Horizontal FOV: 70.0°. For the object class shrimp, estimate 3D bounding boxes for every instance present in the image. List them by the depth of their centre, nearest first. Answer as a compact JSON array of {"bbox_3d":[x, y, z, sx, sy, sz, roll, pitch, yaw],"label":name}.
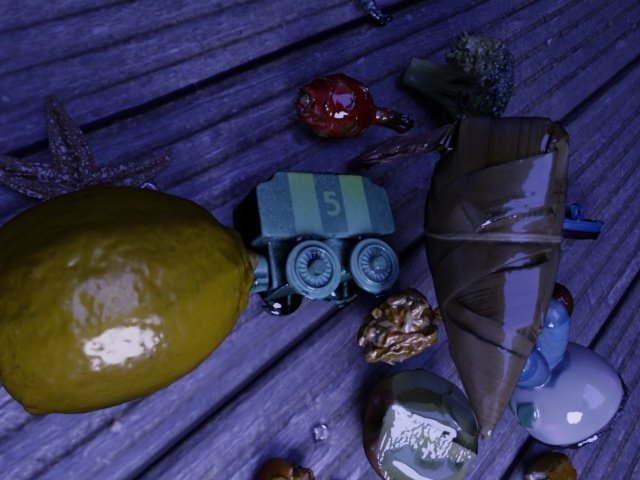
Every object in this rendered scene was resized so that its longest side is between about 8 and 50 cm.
[{"bbox_3d":[0.107,-0.566,1.020,0.076,0.082,0.174,-33,102,-35],"label":"shrimp"}]

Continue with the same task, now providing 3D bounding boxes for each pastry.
[{"bbox_3d":[0.147,0.143,0.796,0.154,0.250,0.102,-38,77,9],"label":"pastry"}]

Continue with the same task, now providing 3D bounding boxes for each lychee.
[{"bbox_3d":[0.534,0.151,1.078,0.114,0.114,0.146,-31,112,-31],"label":"lychee"}]

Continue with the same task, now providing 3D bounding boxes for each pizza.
[{"bbox_3d":[0.509,0.610,0.984,0.189,0.071,0.297,-11,88,-43],"label":"pizza"}]

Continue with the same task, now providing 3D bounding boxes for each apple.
[{"bbox_3d":[0.168,0.332,0.800,0.188,0.174,0.207,25,69,-1],"label":"apple"}]

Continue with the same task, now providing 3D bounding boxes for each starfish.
[{"bbox_3d":[-0.362,-0.102,0.672,0.295,0.048,0.231,-43,101,-30],"label":"starfish"}]

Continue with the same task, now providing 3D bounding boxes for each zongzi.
[{"bbox_3d":[0.281,0.074,0.853,0.218,0.500,0.467,11,82,15],"label":"zongzi"}]

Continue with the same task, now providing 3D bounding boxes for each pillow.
[{"bbox_3d":[0.157,-0.175,0.871,0.126,0.232,0.043,-30,105,-29],"label":"pillow"}]

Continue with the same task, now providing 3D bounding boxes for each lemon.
[{"bbox_3d":[-0.250,0.061,0.573,0.285,0.285,0.316,45,61,-13],"label":"lemon"}]

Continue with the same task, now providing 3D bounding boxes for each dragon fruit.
[{"bbox_3d":[0.070,-0.248,0.886,0.246,0.125,0.125,8,42,-9],"label":"dragon fruit"}]

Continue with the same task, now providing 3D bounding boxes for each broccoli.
[{"bbox_3d":[0.302,-0.340,1.027,0.243,0.247,0.263,19,23,7],"label":"broccoli"}]

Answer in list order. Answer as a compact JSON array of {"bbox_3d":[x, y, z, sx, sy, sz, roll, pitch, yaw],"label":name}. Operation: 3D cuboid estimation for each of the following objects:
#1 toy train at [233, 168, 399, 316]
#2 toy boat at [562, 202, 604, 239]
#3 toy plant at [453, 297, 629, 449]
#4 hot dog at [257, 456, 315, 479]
[{"bbox_3d":[0.000,0.000,0.788,0.299,0.167,0.238,-3,74,-31],"label":"toy train"},{"bbox_3d":[0.653,-0.050,1.193,0.223,0.100,0.097,2,87,-31],"label":"toy boat"},{"bbox_3d":[0.415,0.229,0.934,0.332,0.247,0.247,45,62,-11],"label":"toy plant"},{"bbox_3d":[-0.068,0.479,0.694,0.115,0.072,0.269,22,68,-32],"label":"hot dog"}]
